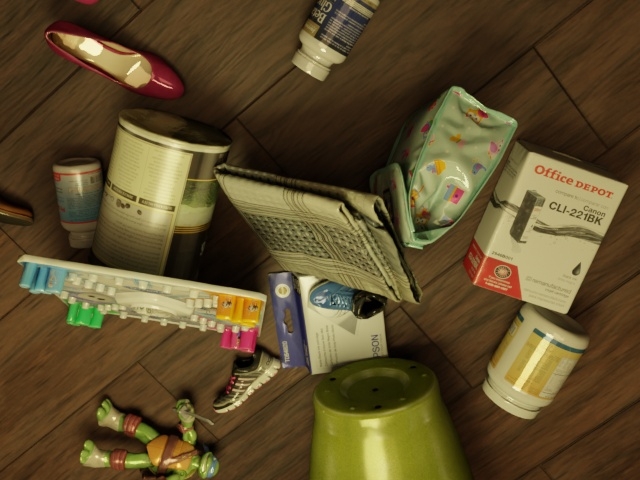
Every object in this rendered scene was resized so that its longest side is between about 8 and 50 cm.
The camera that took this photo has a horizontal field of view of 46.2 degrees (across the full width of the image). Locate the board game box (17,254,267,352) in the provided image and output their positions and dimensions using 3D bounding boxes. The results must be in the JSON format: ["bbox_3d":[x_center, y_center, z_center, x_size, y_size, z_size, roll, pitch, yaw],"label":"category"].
[{"bbox_3d":[-0.298,0.126,1.341,0.390,0.390,0.050,9,73,-4],"label":"board game box"}]

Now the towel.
[{"bbox_3d":[0.000,0.000,1.296,0.324,0.056,0.312,13,151,31],"label":"towel"}]

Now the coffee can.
[{"bbox_3d":[-0.289,-0.074,1.347,0.202,0.201,0.275,16,108,-5],"label":"coffee can"}]

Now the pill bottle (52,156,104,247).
[{"bbox_3d":[-0.447,-0.071,1.410,0.087,0.087,0.160,-2,108,0],"label":"pill bottle"}]

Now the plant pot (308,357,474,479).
[{"bbox_3d":[0.128,0.430,1.448,0.367,0.366,0.352,-9,105,3],"label":"plant pot"}]

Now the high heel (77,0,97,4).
[{"bbox_3d":[-0.488,-0.546,1.196,0.127,0.181,0.377,-33,106,10],"label":"high heel"}]

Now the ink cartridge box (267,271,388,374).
[{"bbox_3d":[0.017,0.160,1.511,0.224,0.045,0.223,-7,109,3],"label":"ink cartridge box"}]

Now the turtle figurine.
[{"bbox_3d":[-0.339,0.412,1.507,0.266,0.275,0.197,13,93,5],"label":"turtle figurine"}]

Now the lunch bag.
[{"bbox_3d":[0.186,-0.105,1.290,0.160,0.223,0.262,28,83,-9],"label":"lunch bag"}]

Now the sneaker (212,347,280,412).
[{"bbox_3d":[-0.166,0.283,1.546,0.170,0.063,0.075,-40,105,7],"label":"sneaker"}]

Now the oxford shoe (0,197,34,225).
[{"bbox_3d":[-0.640,-0.087,1.418,0.212,0.076,0.076,23,68,-18],"label":"oxford shoe"}]

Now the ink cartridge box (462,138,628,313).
[{"bbox_3d":[0.416,-0.027,1.411,0.197,0.114,0.272,18,107,-5],"label":"ink cartridge box"}]

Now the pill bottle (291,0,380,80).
[{"bbox_3d":[0.021,-0.368,1.304,0.094,0.094,0.169,30,106,-10],"label":"pill bottle"}]

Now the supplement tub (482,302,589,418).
[{"bbox_3d":[0.422,0.236,1.486,0.144,0.144,0.199,24,108,-8],"label":"supplement tub"}]

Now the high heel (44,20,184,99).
[{"bbox_3d":[-0.357,-0.310,1.311,0.244,0.117,0.082,32,106,-10],"label":"high heel"}]

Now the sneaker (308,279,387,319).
[{"bbox_3d":[0.053,0.113,1.426,0.152,0.084,0.058,1,107,-1],"label":"sneaker"}]
